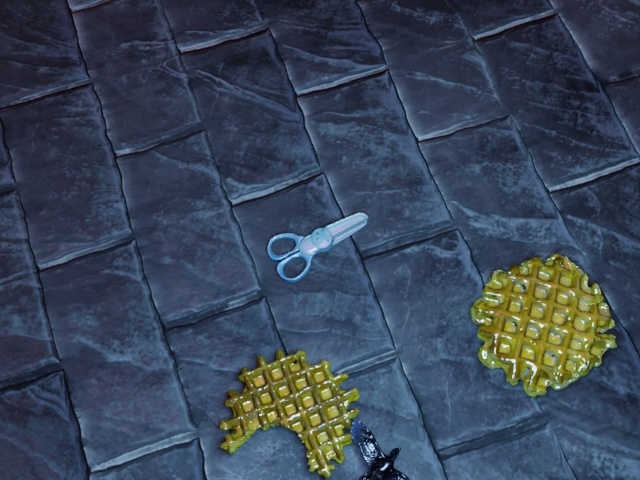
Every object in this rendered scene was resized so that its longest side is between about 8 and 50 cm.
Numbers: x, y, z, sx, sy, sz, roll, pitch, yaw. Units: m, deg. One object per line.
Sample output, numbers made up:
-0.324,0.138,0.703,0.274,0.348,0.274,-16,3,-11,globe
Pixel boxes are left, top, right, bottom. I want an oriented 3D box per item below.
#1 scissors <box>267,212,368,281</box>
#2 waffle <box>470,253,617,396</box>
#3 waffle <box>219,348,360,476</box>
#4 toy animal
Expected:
0.000,0.000,1.867,0.256,0.030,0.125,-28,67,-6,scissors
0.494,0.181,1.742,0.325,0.068,0.302,-26,68,-9,waffle
-0.061,0.369,1.694,0.293,0.069,0.259,15,64,9,waffle
0.129,0.473,1.621,0.220,0.062,0.108,47,46,-3,toy animal
